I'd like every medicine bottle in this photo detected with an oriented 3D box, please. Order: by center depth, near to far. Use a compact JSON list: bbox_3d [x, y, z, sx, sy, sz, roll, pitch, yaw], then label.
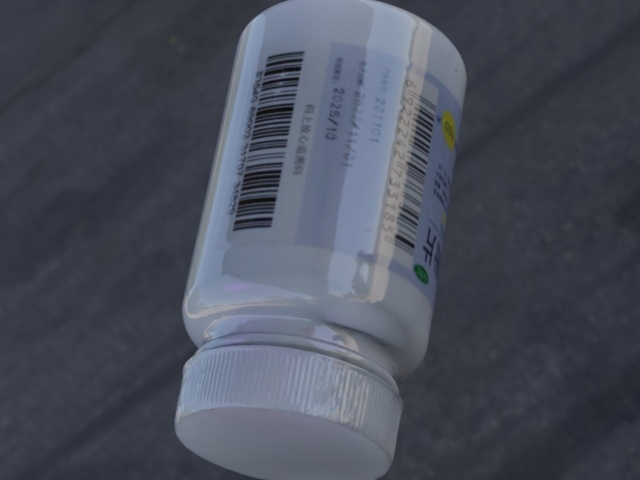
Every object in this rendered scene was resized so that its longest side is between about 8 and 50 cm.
[{"bbox_3d":[0.000,0.000,0.809,0.102,0.102,0.187,-14,55,40],"label":"medicine bottle"}]
